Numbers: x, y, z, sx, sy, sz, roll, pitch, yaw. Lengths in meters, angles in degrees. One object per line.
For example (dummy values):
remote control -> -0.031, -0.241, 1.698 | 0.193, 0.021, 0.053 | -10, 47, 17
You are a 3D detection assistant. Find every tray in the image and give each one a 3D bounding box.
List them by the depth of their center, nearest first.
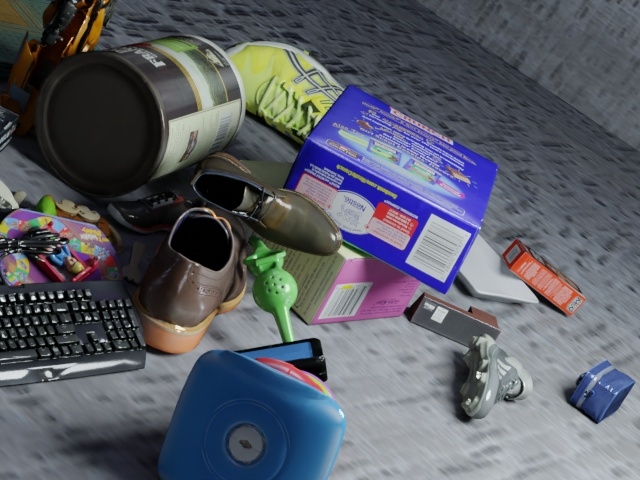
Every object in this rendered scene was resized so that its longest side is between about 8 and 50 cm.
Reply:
tray -> 0.242, 0.026, 2.389 | 0.145, 0.030, 0.270 | 12, 27, -36

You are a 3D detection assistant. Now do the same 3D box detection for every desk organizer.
desk organizer -> 0.200, 0.117, 2.122 | 0.130, 0.047, 0.050 | 24, 20, -11

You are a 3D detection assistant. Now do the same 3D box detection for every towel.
towel -> -0.491, -0.343, 2.335 | 0.271, 0.040, 0.370 | 8, 27, -42

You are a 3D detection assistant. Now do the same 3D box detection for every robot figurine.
robot figurine -> -0.369, -0.296, 2.034 | 0.085, 0.291, 0.211 | 28, 21, 1

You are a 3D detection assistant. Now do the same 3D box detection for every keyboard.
keyboard -> -0.333, 0.064, 1.559 | 0.317, 0.033, 0.201 | -1, 57, -51

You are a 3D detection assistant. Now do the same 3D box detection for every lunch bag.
lunch bag -> 0.414, 0.222, 2.114 | 0.065, 0.067, 0.098 | 37, 25, 23

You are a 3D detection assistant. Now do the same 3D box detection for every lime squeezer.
lime squeezer -> -0.057, 0.057, 1.820 | 0.110, 0.059, 0.310 | 58, 7, -42

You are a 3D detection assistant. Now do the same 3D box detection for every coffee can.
coffee can -> -0.253, -0.186, 2.049 | 0.201, 0.201, 0.275 | 33, 22, 11

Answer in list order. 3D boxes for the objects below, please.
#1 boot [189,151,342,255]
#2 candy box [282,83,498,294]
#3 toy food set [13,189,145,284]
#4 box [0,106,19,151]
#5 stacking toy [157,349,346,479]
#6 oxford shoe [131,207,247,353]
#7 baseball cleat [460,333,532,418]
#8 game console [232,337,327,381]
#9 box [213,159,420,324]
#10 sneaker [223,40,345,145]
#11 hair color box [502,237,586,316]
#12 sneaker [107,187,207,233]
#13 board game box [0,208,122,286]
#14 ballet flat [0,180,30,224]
boot -> -0.076, -0.036, 1.860 | 0.219, 0.082, 0.106 | 30, 15, 3
candy box -> 0.106, -0.082, 2.035 | 0.268, 0.122, 0.317 | 28, 23, 2
toy food set -> -0.310, -0.019, 1.834 | 0.192, 0.038, 0.132 | 24, 23, -11
box -> -0.531, -0.170, 1.890 | 0.220, 0.051, 0.175 | 27, 22, -4
stacking toy -> -0.038, 0.202, 1.569 | 0.175, 0.166, 0.302 | 23, 6, 13
oxford shoe -> -0.143, 0.018, 1.823 | 0.130, 0.133, 0.364 | 26, 21, -4
baseball cleat -> 0.249, 0.198, 1.974 | 0.109, 0.072, 0.206 | 32, 25, -8
game console -> -0.057, 0.139, 1.675 | 0.122, 0.107, 0.071 | -10, 67, -2
box -> 0.000, 0.000, 2.051 | 0.243, 0.117, 0.213 | 43, 26, 30
sneaker -> -0.015, -0.233, 2.506 | 0.384, 0.145, 0.147 | 24, 22, -5
hair color box -> 0.377, 0.062, 2.403 | 0.141, 0.043, 0.072 | 37, 14, -17
sneaker -> -0.223, -0.049, 1.966 | 0.158, 0.065, 0.061 | 4, 33, -46
board game box -> -0.305, 0.019, 1.696 | 0.168, 0.033, 0.133 | 14, 52, -31
ballet flat -> -0.438, -0.067, 1.752 | 0.203, 0.074, 0.074 | 33, 23, 13
